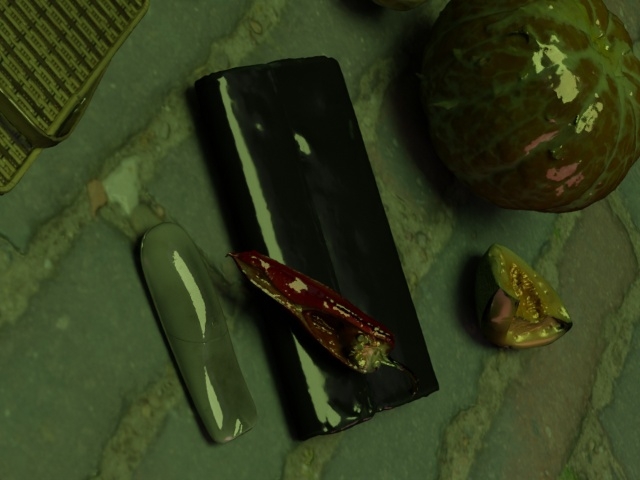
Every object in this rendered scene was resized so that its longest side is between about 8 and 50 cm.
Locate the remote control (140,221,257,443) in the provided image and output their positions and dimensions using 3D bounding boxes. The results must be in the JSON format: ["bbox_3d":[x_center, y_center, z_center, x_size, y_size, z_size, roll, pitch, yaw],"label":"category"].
[{"bbox_3d":[-0.116,0.088,1.455,0.073,0.044,0.229,-22,91,-54],"label":"remote control"}]

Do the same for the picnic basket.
[{"bbox_3d":[-0.314,-0.176,1.236,0.228,0.175,0.313,51,43,-22],"label":"picnic basket"}]

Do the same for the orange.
[{"bbox_3d":[0.271,-0.190,1.863,0.329,0.249,0.329,28,53,-45],"label":"orange"}]

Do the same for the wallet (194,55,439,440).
[{"bbox_3d":[0.001,0.000,1.612,0.228,0.062,0.406,-14,86,-50],"label":"wallet"}]

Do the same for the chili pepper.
[{"bbox_3d":[0.007,0.080,1.517,0.268,0.059,0.050,35,23,-19],"label":"chili pepper"}]

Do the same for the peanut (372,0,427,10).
[{"bbox_3d":[0.126,-0.398,1.870,0.147,0.147,0.305,57,43,-15],"label":"peanut"}]

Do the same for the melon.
[{"bbox_3d":[0.238,0.073,1.855,0.160,0.079,0.128,24,39,-40],"label":"melon"}]
